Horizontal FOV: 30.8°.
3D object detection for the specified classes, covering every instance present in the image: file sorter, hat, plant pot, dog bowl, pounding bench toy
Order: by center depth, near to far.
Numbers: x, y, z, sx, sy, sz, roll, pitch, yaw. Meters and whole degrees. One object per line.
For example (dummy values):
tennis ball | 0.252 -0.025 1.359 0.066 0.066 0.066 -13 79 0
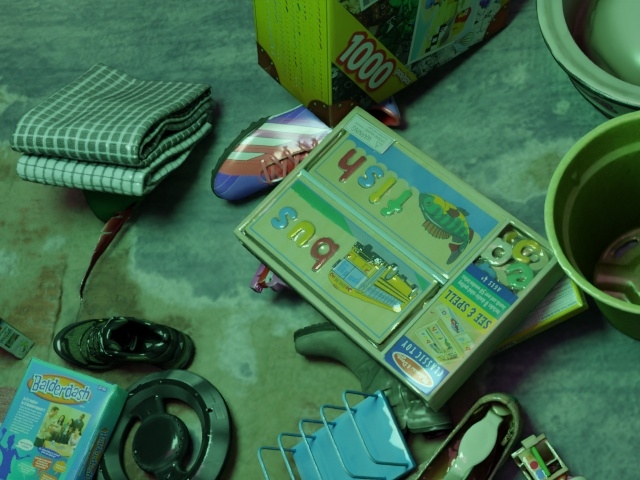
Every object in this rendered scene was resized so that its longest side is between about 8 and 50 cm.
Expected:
plant pot | 0.439 0.010 1.508 0.276 0.254 0.276 -6 66 13
pounding bench toy | 0.290 0.295 1.520 0.052 0.083 0.065 -33 60 0
file sorter | 0.016 0.291 1.564 0.170 0.104 0.118 -37 59 24
dog bowl | 0.529 -0.329 1.700 0.408 0.150 0.407 -7 64 15
hat | -0.325 -0.042 1.902 0.209 0.183 0.173 -15 27 -17

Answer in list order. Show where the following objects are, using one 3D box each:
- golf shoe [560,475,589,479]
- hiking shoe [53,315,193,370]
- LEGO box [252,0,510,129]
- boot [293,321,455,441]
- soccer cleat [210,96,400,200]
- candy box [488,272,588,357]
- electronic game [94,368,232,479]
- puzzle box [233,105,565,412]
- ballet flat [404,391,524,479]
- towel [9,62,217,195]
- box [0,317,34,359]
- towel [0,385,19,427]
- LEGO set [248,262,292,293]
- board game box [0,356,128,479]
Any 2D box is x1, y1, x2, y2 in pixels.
golf shoe | 0.278 0.443 1.442 0.140 0.115 0.306 35 81 24
hiking shoe | -0.312 0.145 1.759 0.227 0.114 0.086 -1 65 17
LEGO box | 0.096 -0.458 1.642 0.373 0.500 0.193 -33 59 -21
boot | 0.070 0.200 1.640 0.247 0.083 0.161 0 75 21
soccer cleat | -0.025 -0.149 1.812 0.318 0.108 0.116 -34 57 -4
candy box | 0.265 0.090 1.611 0.206 0.027 0.105 -31 60 30
electronic game | -0.233 0.299 1.700 0.229 0.048 0.229 -11 61 21
puzzle box | 0.101 0.013 1.618 0.272 0.052 0.409 -47 59 -8
ballet flat | 0.162 0.327 1.525 0.108 0.106 0.316 31 78 9
towel | -0.318 -0.181 1.836 0.235 0.121 0.283 6 30 20
box | -0.562 0.109 1.854 0.207 0.114 0.036 30 78 26
towel | -0.510 0.381 1.758 0.237 0.037 0.328 1 68 16
LEGO set | 0.000 0.000 1.743 0.093 0.087 0.227 15 70 39
board game box | -0.397 0.294 1.715 0.160 0.047 0.210 15 73 24
